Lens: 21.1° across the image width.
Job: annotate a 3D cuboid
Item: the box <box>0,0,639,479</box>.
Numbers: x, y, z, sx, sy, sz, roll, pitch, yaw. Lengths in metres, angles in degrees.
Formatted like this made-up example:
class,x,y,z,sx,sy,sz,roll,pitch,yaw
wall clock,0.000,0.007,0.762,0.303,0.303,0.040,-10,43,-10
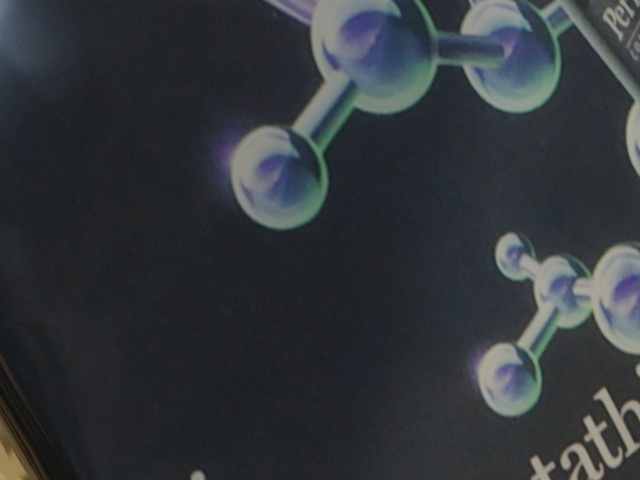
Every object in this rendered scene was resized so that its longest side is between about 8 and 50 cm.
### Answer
class,x,y,z,sx,sy,sz,roll,pitch,yaw
box,0.000,0.000,0.538,0.293,0.395,0.212,-32,-174,-28
